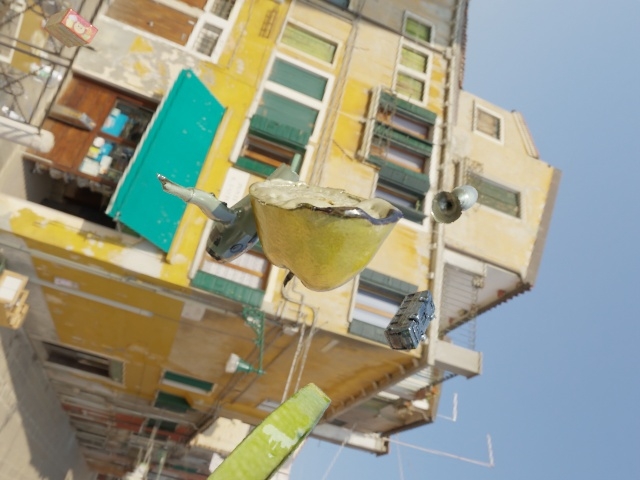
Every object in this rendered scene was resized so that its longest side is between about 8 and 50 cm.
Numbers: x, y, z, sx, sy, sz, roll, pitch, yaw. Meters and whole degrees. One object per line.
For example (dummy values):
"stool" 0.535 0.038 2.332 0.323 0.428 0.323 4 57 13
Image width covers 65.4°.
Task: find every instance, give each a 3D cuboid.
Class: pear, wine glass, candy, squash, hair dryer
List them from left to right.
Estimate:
"candy" -0.506 -0.427 1.007 0.122 0.062 0.038 16 -104 44
"hair dryer" -0.144 -0.090 0.909 0.229 0.092 0.267 -39 150 -14
"squash" -0.073 0.236 0.514 0.219 0.041 0.219 -46 168 -13
"pear" -0.001 -0.001 0.852 0.267 0.267 0.178 -107 -158 -71
"wine glass" 0.325 -0.094 1.176 0.262 0.074 0.074 -22 140 -61

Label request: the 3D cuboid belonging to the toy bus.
"toy bus" 0.168 0.145 0.917 0.065 0.047 0.166 -15 -168 30
